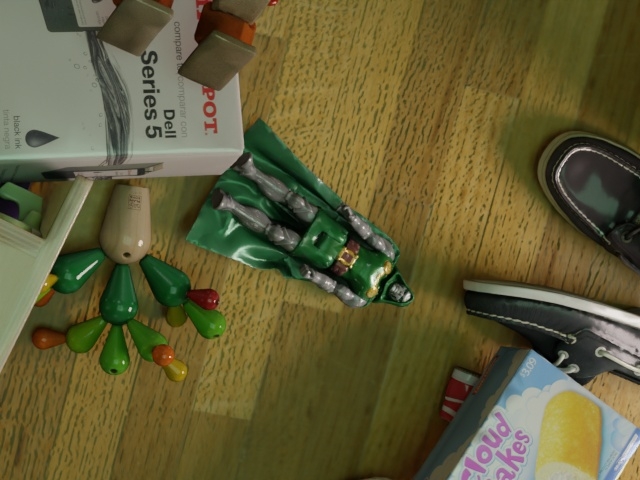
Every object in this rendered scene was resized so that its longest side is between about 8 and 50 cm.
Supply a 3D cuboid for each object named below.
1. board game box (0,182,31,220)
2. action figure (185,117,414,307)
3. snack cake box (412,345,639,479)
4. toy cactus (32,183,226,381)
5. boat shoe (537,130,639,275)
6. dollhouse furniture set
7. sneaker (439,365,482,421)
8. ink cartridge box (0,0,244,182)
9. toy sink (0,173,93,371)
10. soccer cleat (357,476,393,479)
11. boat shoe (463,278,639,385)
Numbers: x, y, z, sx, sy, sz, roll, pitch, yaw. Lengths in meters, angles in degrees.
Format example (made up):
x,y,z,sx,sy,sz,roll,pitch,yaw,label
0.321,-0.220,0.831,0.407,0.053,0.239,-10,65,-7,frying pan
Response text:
x,y,z,sx,sy,sz,roll,pitch,yaw,label
-0.358,-0.011,1.754,0.141,0.048,0.170,18,96,-17,board game box
0.000,0.000,1.850,0.232,0.063,0.137,33,89,-23,action figure
0.178,0.253,1.868,0.152,0.089,0.264,36,80,-13,snack cake box
-0.192,0.037,1.791,0.219,0.112,0.180,7,90,-7,toy cactus
0.343,-0.009,1.921,0.285,0.092,0.103,40,90,-19,boat shoe
-0.144,-0.284,1.636,0.259,0.135,0.262,23,63,-16,dollhouse furniture set
0.178,0.179,1.943,0.118,0.042,0.067,23,91,-11,sneaker
-0.214,-0.158,1.699,0.273,0.115,0.198,-3,83,-14,ink cartridge box
-0.308,0.027,1.653,0.131,0.153,0.234,27,85,-8,toy sink
0.001,0.303,1.903,0.196,0.076,0.068,-27,107,-8,soccer cleat
0.276,0.104,1.917,0.302,0.114,0.091,13,92,-17,boat shoe
